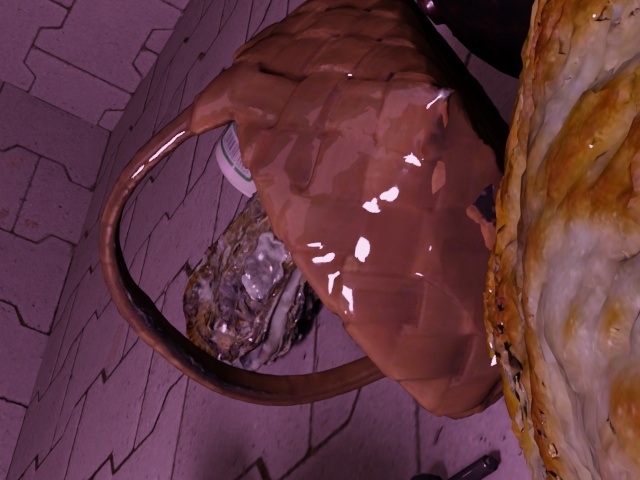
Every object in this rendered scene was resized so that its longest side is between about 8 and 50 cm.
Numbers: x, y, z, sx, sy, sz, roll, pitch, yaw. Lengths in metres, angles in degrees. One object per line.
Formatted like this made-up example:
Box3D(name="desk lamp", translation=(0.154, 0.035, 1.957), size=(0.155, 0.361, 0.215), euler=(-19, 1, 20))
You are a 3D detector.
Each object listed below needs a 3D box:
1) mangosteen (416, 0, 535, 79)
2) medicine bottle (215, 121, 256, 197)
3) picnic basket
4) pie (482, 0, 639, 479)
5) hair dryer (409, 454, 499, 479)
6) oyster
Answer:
Box3D(name="mangosteen", translation=(0.188, -0.246, 0.647), size=(0.297, 0.313, 0.297), euler=(171, 90, -84))
Box3D(name="medicine bottle", translation=(-0.011, -0.177, 1.228), size=(0.274, 0.133, 0.133), euler=(-52, 24, 31))
Box3D(name="picnic basket", translation=(0.000, 0.000, 0.739), size=(0.337, 0.293, 0.337), euler=(-30, 31, 20))
Box3D(name="pie", translation=(0.170, 0.018, 0.338), size=(0.418, 0.180, 0.395), euler=(-91, 10, -72))
Box3D(name="hair dryer", translation=(0.097, 0.179, 0.716), size=(0.083, 0.026, 0.047), euler=(-42, 31, 31))
Box3D(name="oyster", translation=(-0.040, 0.030, 1.082), size=(0.351, 0.158, 0.162), euler=(-39, 74, 36))
